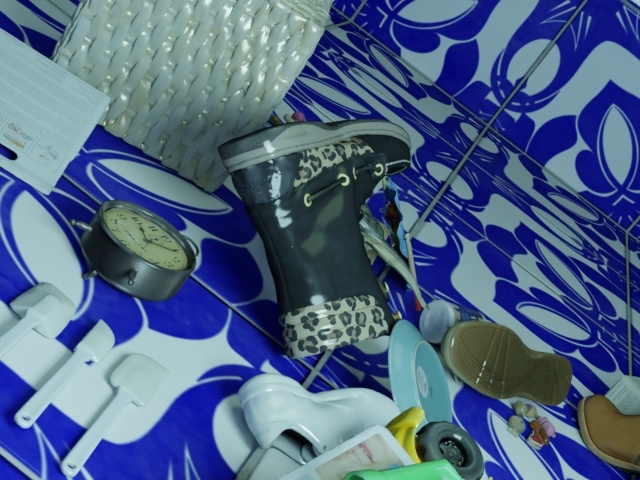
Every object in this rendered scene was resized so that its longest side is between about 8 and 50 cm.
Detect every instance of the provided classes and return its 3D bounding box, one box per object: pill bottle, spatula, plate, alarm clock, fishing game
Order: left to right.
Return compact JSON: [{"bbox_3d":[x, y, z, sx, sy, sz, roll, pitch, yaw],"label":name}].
[{"bbox_3d":[-0.247,0.125,1.093,0.168,0.019,0.242,41,21,-4],"label":"spatula"},{"bbox_3d":[-0.202,0.013,1.336,0.129,0.064,0.192,44,24,19],"label":"alarm clock"},{"bbox_3d":[0.116,-0.009,1.820,0.041,0.189,0.264,-11,28,-1],"label":"fishing game"},{"bbox_3d":[0.130,0.187,1.411,0.188,0.024,0.188,-14,90,-68],"label":"plate"},{"bbox_3d":[0.213,0.134,1.747,0.120,0.067,0.067,18,27,-41],"label":"pill bottle"}]

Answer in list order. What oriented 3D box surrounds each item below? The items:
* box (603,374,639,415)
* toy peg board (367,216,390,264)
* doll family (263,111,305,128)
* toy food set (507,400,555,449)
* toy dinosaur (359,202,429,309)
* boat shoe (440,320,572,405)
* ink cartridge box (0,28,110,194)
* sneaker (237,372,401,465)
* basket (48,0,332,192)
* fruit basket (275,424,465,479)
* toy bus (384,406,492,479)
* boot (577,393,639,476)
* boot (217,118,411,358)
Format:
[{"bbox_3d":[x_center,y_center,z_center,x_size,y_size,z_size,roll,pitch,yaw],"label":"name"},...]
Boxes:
[{"bbox_3d":[0.567,0.345,1.829,0.113,0.094,0.275,15,30,-45],"label":"box"},{"bbox_3d":[0.000,0.000,1.709,0.161,0.079,0.160,36,36,-2],"label":"toy peg board"},{"bbox_3d":[-0.106,-0.214,1.963,0.263,0.118,0.163,50,10,-17],"label":"doll family"},{"bbox_3d":[0.314,0.271,1.683,0.078,0.019,0.122,37,20,1],"label":"toy food set"},{"bbox_3d":[0.057,-0.005,1.647,0.118,0.064,0.268,-11,61,-54],"label":"toy dinosaur"},{"bbox_3d":[0.262,0.184,1.700,0.285,0.104,0.089,27,-10,-41],"label":"boat shoe"},{"bbox_3d":[-0.392,-0.158,1.452,0.189,0.066,0.232,32,42,-13],"label":"ink cartridge box"},{"bbox_3d":[0.007,0.212,1.254,0.212,0.080,0.094,14,41,-33],"label":"sneaker"},{"bbox_3d":[-0.187,-0.308,1.684,0.328,0.331,0.266,31,23,-14],"label":"basket"},{"bbox_3d":[0.026,0.321,0.867,0.353,0.165,0.327,-15,58,-44],"label":"fruit basket"},{"bbox_3d":[0.101,0.305,1.108,0.220,0.149,0.211,42,34,7],"label":"toy bus"},{"bbox_3d":[0.514,0.273,1.713,0.109,0.220,0.283,28,22,-22],"label":"boot"},{"bbox_3d":[0.030,-0.009,1.484,0.377,0.138,0.284,-8,82,-61],"label":"boot"}]
